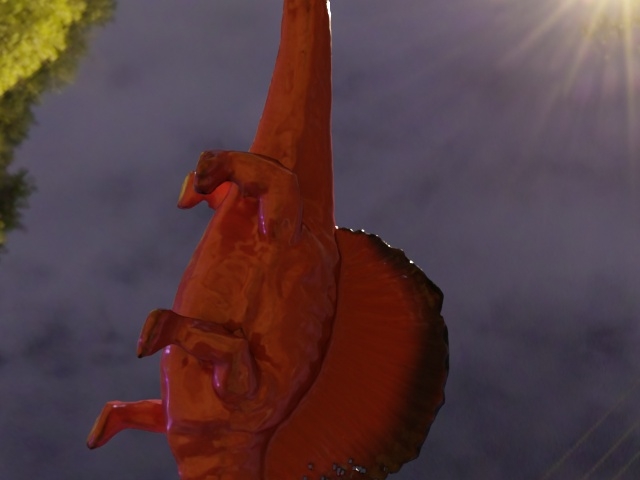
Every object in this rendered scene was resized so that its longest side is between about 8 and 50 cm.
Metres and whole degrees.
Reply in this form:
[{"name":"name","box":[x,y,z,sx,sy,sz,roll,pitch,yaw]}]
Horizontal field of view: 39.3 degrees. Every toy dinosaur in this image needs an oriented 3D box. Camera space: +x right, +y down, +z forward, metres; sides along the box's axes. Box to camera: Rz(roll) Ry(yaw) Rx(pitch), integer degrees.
[{"name":"toy dinosaur","box":[0.006,0.006,0.375,0.139,0.070,0.285,21,-106,-15]}]
